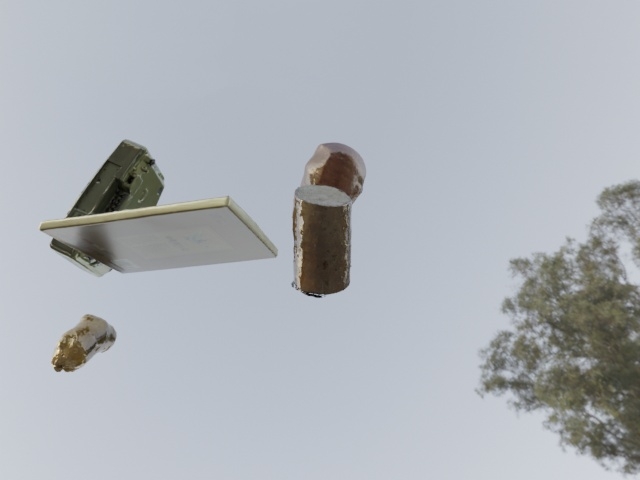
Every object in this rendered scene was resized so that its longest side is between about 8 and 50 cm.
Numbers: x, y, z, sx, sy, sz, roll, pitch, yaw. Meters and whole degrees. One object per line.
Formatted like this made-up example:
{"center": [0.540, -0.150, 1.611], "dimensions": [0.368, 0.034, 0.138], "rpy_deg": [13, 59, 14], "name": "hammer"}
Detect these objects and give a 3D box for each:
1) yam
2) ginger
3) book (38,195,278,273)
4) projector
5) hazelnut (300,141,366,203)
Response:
{"center": [0.003, 0.000, 0.620], "dimensions": [0.084, 0.084, 0.127], "rpy_deg": [-1, -64, -9], "name": "yam"}
{"center": [-0.493, 0.213, 1.056], "dimensions": [0.068, 0.190, 0.095], "rpy_deg": [16, -75, 4], "name": "ginger"}
{"center": [-0.249, 0.000, 0.814], "dimensions": [0.310, 0.021, 0.217], "rpy_deg": [-6, -23, 12], "name": "book"}
{"center": [-0.430, -0.057, 1.060], "dimensions": [0.088, 0.193, 0.270], "rpy_deg": [24, -109, 8], "name": "projector"}
{"center": [0.031, -0.139, 1.113], "dimensions": [0.143, 0.143, 0.154], "rpy_deg": [26, -88, -21], "name": "hazelnut"}
